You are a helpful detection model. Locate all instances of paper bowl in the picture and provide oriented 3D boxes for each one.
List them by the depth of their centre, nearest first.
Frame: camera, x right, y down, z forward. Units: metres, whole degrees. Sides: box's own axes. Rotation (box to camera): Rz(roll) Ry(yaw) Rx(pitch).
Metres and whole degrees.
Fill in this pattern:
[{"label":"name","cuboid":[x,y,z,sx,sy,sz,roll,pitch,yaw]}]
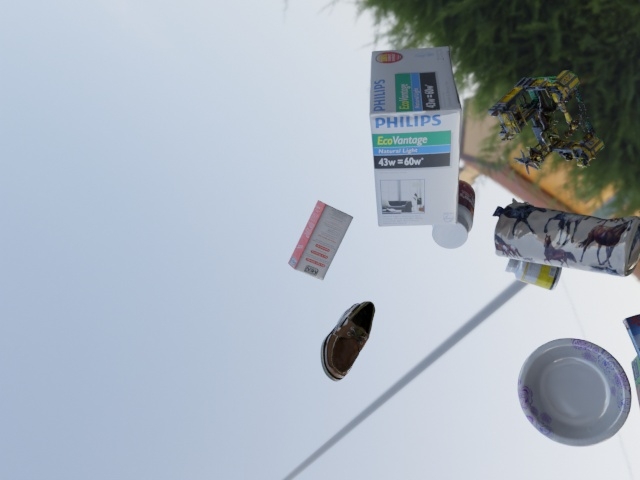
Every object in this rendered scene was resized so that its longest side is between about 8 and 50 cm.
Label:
[{"label":"paper bowl","cuboid":[0.698,0.415,1.647,0.284,0.284,0.148,56,-166,25]}]

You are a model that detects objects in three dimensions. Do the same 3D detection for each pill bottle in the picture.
[{"label":"pill bottle","cuboid":[0.390,-0.078,1.756,0.121,0.121,0.221,36,-143,-10]},{"label":"pill bottle","cuboid":[0.775,0.108,2.180,0.184,0.103,0.103,19,-155,15]}]

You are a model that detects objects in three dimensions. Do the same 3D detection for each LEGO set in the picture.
[{"label":"LEGO set","cuboid":[0.642,-0.317,1.733,0.255,0.192,0.331,31,160,53]}]

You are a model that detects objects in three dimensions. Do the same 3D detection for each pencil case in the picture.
[{"label":"pencil case","cuboid":[0.691,-0.013,1.673,0.410,0.184,0.160,12,-178,44]}]

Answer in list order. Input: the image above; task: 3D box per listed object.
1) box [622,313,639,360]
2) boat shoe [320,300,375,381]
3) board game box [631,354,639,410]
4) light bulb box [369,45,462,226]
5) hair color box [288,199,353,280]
[{"label":"box","cuboid":[0.683,0.178,1.048,0.044,0.233,0.159,38,-147,-65]},{"label":"boat shoe","cuboid":[0.089,0.290,1.818,0.110,0.104,0.307,40,-143,-12]},{"label":"board game box","cuboid":[1.060,0.376,1.488,0.356,0.356,0.356,20,-143,6]},{"label":"light bulb box","cuboid":[0.256,-0.286,1.641,0.225,0.361,0.358,-2,-138,8]},{"label":"hair color box","cuboid":[0.000,0.000,1.177,0.072,0.141,0.043,24,-175,-28]}]
